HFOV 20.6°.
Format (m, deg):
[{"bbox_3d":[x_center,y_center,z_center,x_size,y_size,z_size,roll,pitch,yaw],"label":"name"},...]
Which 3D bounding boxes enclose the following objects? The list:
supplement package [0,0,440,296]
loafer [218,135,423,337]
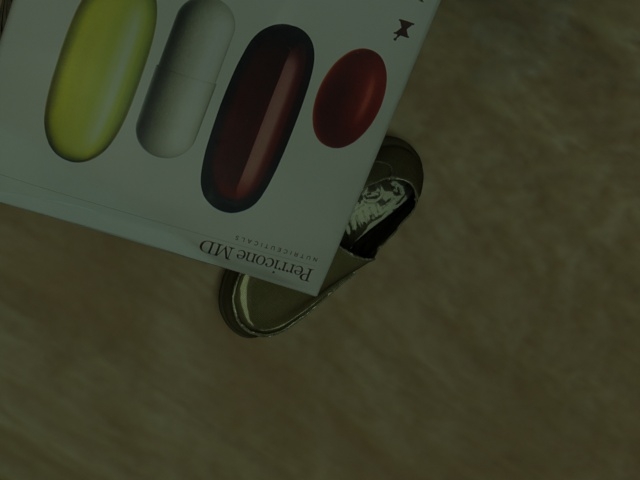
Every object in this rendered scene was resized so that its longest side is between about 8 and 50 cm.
[{"bbox_3d":[-0.060,-0.113,0.890,0.194,0.149,0.203,16,113,-13],"label":"supplement package"},{"bbox_3d":[0.000,0.000,1.000,0.056,0.050,0.148,42,96,-16],"label":"loafer"}]
